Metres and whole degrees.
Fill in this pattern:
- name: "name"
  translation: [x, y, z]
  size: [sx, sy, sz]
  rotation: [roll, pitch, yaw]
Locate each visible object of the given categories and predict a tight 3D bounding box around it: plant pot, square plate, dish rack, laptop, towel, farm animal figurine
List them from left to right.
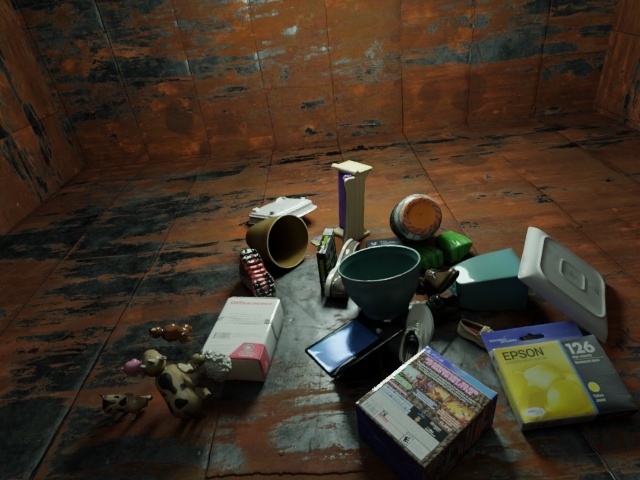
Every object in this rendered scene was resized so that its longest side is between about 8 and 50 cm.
- name: "farm animal figurine"
  translation: [-0.470, 0.416, 1.224]
  size: [0.327, 0.172, 0.330]
  rotation: [29, 82, 16]
- name: "plant pot"
  translation: [-0.222, -0.008, 1.896]
  size: [0.254, 0.237, 0.237]
  rotation: [7, 33, 46]
- name: "dish rack"
  translation: [-0.212, -0.160, 2.171]
  size: [0.286, 0.072, 0.333]
  rotation: [-29, 21, -29]
- name: "towel"
  translation: [0.000, 0.000, 2.011]
  size: [0.083, 0.009, 0.060]
  rotation: [-25, 37, -25]
- name: "laptop"
  translation: [0.108, 0.326, 1.357]
  size: [0.234, 0.264, 0.136]
  rotation: [-27, 74, -27]
- name: "plant pot"
  translation: [0.223, 0.164, 1.510]
  size: [0.293, 0.196, 0.293]
  rotation: [-10, 20, 4]
- name: "plant pot"
  translation: [0.602, 0.153, 1.512]
  size: [0.234, 0.165, 0.165]
  rotation: [-8, 32, 4]
- name: "square plate"
  translation: [0.854, 0.128, 1.434]
  size: [0.344, 0.049, 0.347]
  rotation: [38, 44, 4]

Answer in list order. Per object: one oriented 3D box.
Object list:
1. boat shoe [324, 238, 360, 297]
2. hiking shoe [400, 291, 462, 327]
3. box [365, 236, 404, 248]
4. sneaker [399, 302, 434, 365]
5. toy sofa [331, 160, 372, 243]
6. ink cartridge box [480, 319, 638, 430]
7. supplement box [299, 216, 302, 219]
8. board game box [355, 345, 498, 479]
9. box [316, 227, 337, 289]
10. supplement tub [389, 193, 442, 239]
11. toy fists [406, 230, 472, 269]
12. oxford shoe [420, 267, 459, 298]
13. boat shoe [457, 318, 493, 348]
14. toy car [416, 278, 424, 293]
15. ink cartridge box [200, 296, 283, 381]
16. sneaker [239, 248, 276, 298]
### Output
- name: "boat shoe"
  translation: [0.115, 0.114, 1.716]
  size: [0.097, 0.116, 0.324]
  rotation: [11, 40, 18]
- name: "hiking shoe"
  translation: [0.386, 0.238, 1.460]
  size: [0.227, 0.114, 0.086]
  rotation: [-14, 32, -11]
- name: "box"
  translation: [0.281, 0.068, 1.769]
  size: [0.156, 0.093, 0.158]
  rotation: [-6, 33, 2]
- name: "sneaker"
  translation: [0.308, 0.302, 1.329]
  size: [0.094, 0.091, 0.258]
  rotation: [-5, 48, 24]
- name: "toy sofa"
  translation: [0.125, -0.174, 1.933]
  size: [0.177, 0.362, 0.150]
  rotation: [-26, 37, -35]
- name: "ink cartridge box"
  translation: [0.665, 0.364, 1.193]
  size: [0.304, 0.072, 0.307]
  rotation: [-9, 48, 1]
- name: "supplement box"
  translation: [-0.134, -0.101, 2.155]
  size: [0.083, 0.054, 0.043]
  rotation: [-11, 32, -4]
- name: "board game box"
  translation: [0.278, 0.463, 1.102]
  size: [0.291, 0.141, 0.232]
  rotation: [-27, 37, -28]
- name: "box"
  translation: [0.029, 0.074, 1.726]
  size: [0.045, 0.184, 0.190]
  rotation: [3, 35, 12]
- name: "supplement tub"
  translation: [0.407, -0.094, 1.791]
  size: [0.194, 0.193, 0.316]
  rotation: [-5, -1, 4]
- name: "toy fists"
  translation: [0.505, 0.048, 1.758]
  size: [0.279, 0.096, 0.142]
  rotation: [-17, 21, -12]
- name: "oxford shoe"
  translation: [0.419, 0.142, 1.494]
  size: [0.083, 0.227, 0.096]
  rotation: [-35, 78, -25]
- name: "boat shoe"
  translation: [0.535, 0.309, 1.370]
  size: [0.170, 0.059, 0.063]
  rotation: [16, 39, 33]
- name: "toy car"
  translation: [0.352, 0.173, 1.630]
  size: [0.122, 0.060, 0.040]
  rotation: [6, 2, 8]
- name: "ink cartridge box"
  translation: [-0.259, 0.333, 1.438]
  size: [0.207, 0.117, 0.283]
  rotation: [0, 33, 11]
- name: "sneaker"
  translation: [-0.263, 0.169, 1.722]
  size: [0.098, 0.135, 0.276]
  rotation: [-12, 54, -30]
